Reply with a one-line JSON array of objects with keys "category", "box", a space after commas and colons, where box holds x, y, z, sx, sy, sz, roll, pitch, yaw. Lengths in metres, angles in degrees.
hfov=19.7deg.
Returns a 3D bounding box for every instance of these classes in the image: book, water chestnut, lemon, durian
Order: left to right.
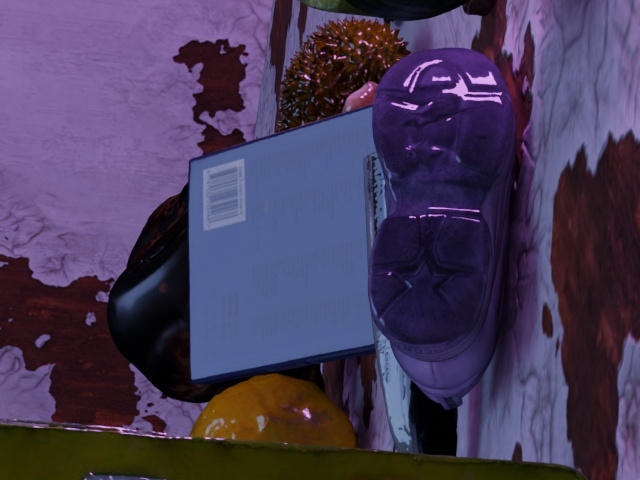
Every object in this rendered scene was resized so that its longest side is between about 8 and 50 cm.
[{"category": "water chestnut", "box": [-0.075, 0.053, 1.889, 0.289, 0.244, 0.289, -43, 21, 21]}, {"category": "lemon", "box": [-0.048, 0.218, 1.751, 0.180, 0.181, 0.193, -94, -10, -54]}, {"category": "book", "box": [0.000, 0.000, 1.408, 0.269, 0.025, 0.191, -14, 71, 39]}, {"category": "durian", "box": [0.021, -0.120, 1.645, 0.158, 0.137, 0.168, -64, 14, -5]}]

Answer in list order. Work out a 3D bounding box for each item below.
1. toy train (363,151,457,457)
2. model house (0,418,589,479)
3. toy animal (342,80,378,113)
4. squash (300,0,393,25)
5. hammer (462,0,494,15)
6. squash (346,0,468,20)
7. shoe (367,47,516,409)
[{"category": "toy train", "box": [0.061, 0.061, 1.285, 0.048, 0.055, 0.252, -15, 70, 40]}, {"category": "model house", "box": [-0.022, 0.187, 0.774, 0.313, 0.358, 0.242, 117, 160, -77]}, {"category": "toy animal", "box": [0.035, -0.018, 1.459, 0.185, 0.104, 0.184, -35, 46, 26]}, {"category": "squash", "box": [0.031, -0.321, 1.781, 0.220, 0.133, 0.220, -175, 90, -77]}, {"category": "hammer", "box": [0.116, -0.288, 1.417, 0.125, 0.027, 0.297, 105, 168, -51]}, {"category": "squash", "box": [0.068, -0.228, 1.085, 0.172, 0.218, 0.218, 61, 180, -12]}, {"category": "shoe", "box": [0.082, -0.010, 1.220, 0.137, 0.095, 0.245, 78, -165, -56]}]
